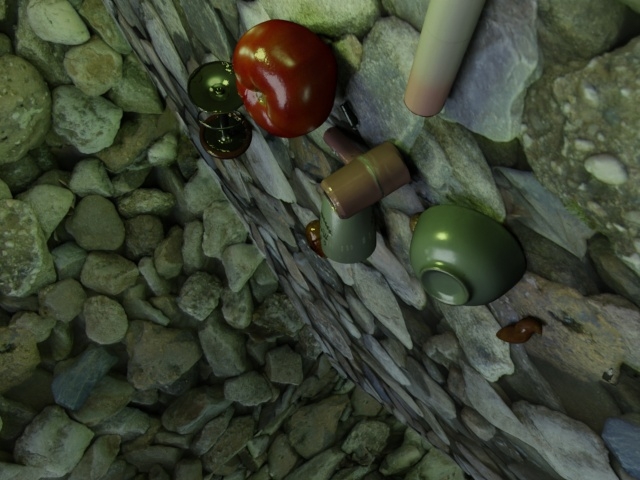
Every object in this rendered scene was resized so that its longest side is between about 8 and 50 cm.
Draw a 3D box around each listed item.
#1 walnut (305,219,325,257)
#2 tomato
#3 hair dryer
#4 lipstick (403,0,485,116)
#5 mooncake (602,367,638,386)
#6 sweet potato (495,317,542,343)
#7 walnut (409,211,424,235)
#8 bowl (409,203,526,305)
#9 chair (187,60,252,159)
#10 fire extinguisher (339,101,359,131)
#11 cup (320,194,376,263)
[{"bbox_3d":[0.000,0.000,2.197,0.115,0.115,0.207,36,157,43],"label":"walnut"},{"bbox_3d":[-0.077,-0.416,1.365,0.298,0.226,0.299,42,153,27],"label":"tomato"},{"bbox_3d":[0.071,-0.214,1.469,0.352,0.210,0.125,56,176,49],"label":"hair dryer"},{"bbox_3d":[0.219,-0.354,0.950,0.087,0.087,0.327,47,162,16],"label":"lipstick"},{"bbox_3d":[0.757,0.396,1.128,0.346,0.057,0.150,36,144,28],"label":"mooncake"},{"bbox_3d":[0.526,0.243,1.411,0.202,0.058,0.055,119,155,-67],"label":"sweet potato"},{"bbox_3d":[0.281,-0.037,1.433,0.096,0.083,0.079,27,178,31],"label":"walnut"},{"bbox_3d":[0.327,0.065,1.292,0.289,0.146,0.289,30,150,20],"label":"bowl"},{"bbox_3d":[-0.368,-0.466,2.033,0.226,0.226,0.401,49,164,12],"label":"chair"},{"bbox_3d":[0.084,-0.335,1.450,0.038,0.025,0.083,-4,125,42],"label":"fire extinguisher"},{"bbox_3d":[0.079,-0.094,1.744,0.258,0.186,0.234,-106,6,-46],"label":"cup"}]
